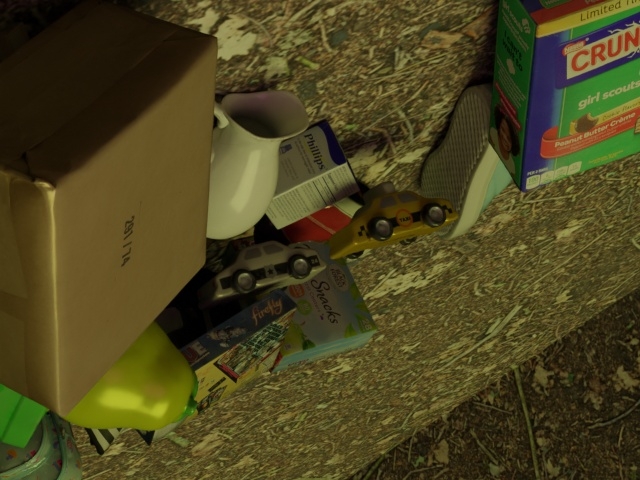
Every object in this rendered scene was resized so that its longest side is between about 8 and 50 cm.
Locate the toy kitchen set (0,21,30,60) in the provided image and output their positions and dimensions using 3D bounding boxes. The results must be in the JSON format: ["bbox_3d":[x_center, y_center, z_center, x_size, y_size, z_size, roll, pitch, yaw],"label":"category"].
[{"bbox_3d":[-0.331,-0.194,1.591,0.083,0.075,0.068,1,-145,28],"label":"toy kitchen set"}]

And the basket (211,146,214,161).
[{"bbox_3d":[-0.226,-0.103,1.816,0.103,0.113,0.167,5,145,-47],"label":"basket"}]

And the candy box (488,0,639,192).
[{"bbox_3d":[0.370,-0.244,2.025,0.268,0.122,0.317,-20,141,-13],"label":"candy box"}]

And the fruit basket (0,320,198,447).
[{"bbox_3d":[-0.339,0.113,1.962,0.392,0.283,0.392,-8,153,-4],"label":"fruit basket"}]

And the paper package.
[{"bbox_3d":[-0.250,-0.040,1.564,0.309,0.168,0.324,-49,155,-43],"label":"paper package"}]

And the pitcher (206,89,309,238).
[{"bbox_3d":[-0.131,-0.102,1.942,0.178,0.125,0.207,9,136,-23],"label":"pitcher"}]

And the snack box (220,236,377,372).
[{"bbox_3d":[-0.034,0.085,2.364,0.174,0.207,0.070,-13,157,-28],"label":"snack box"}]

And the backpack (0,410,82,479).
[{"bbox_3d":[-0.493,0.356,2.540,0.166,0.188,0.144,-25,160,3],"label":"backpack"}]

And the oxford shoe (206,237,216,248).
[{"bbox_3d":[-0.187,0.010,2.167,0.227,0.096,0.083,-23,159,-9],"label":"oxford shoe"}]

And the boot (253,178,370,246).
[{"bbox_3d":[-0.003,-0.021,2.323,0.176,0.088,0.244,-30,151,16],"label":"boot"}]

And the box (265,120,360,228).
[{"bbox_3d":[-0.026,-0.090,2.133,0.137,0.072,0.126,-25,162,2],"label":"box"}]

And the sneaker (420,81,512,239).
[{"bbox_3d":[0.263,-0.117,2.311,0.150,0.135,0.366,-12,157,-19],"label":"sneaker"}]

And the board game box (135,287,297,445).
[{"bbox_3d":[-0.150,0.180,2.171,0.243,0.042,0.165,-31,157,-35],"label":"board game box"}]

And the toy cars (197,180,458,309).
[{"bbox_3d":[0.000,0.000,2.193,0.394,0.087,0.176,-21,171,11],"label":"toy cars"}]

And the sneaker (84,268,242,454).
[{"bbox_3d":[-0.258,0.186,2.325,0.257,0.169,0.447,-43,165,17],"label":"sneaker"}]
